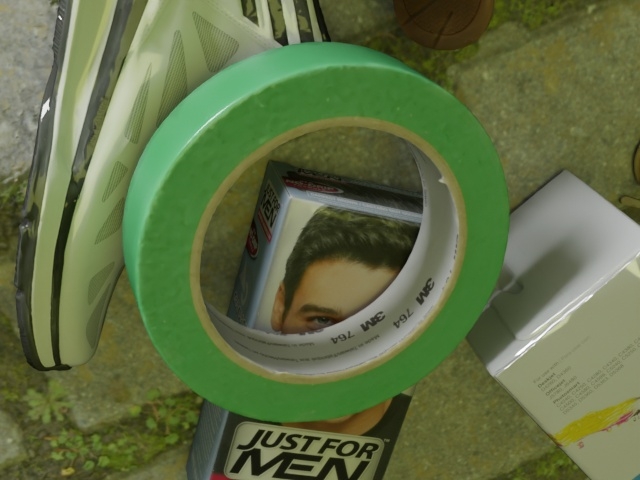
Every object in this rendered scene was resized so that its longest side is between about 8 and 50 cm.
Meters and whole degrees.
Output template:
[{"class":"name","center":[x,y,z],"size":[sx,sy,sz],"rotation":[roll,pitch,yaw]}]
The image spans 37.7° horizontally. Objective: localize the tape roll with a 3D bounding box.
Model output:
[{"class":"tape roll","center":[0.000,0.000,0.789],"size":[0.321,0.077,0.321],"rotation":[-8,116,-17]}]

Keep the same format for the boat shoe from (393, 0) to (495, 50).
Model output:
[{"class":"boat shoe","center":[0.129,-0.342,0.799],"size":[0.123,0.123,0.342],"rotation":[10,118,22]}]

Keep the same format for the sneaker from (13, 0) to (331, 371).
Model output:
[{"class":"sneaker","center":[-0.115,-0.072,0.824],"size":[0.257,0.169,0.447],"rotation":[10,108,-14]}]

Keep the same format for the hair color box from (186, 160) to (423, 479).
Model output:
[{"class":"hair color box","center":[-0.004,0.124,0.965],"size":[0.185,0.113,0.374],"rotation":[10,110,-17]}]

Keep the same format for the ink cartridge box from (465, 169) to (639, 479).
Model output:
[{"class":"ink cartridge box","center":[0.290,0.107,0.975],"size":[0.197,0.198,0.270],"rotation":[-42,116,8]}]

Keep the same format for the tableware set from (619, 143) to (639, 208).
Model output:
[{"class":"tableware set","center":[0.432,-0.073,1.016],"size":[0.194,0.039,0.128],"rotation":[10,110,-16]}]
